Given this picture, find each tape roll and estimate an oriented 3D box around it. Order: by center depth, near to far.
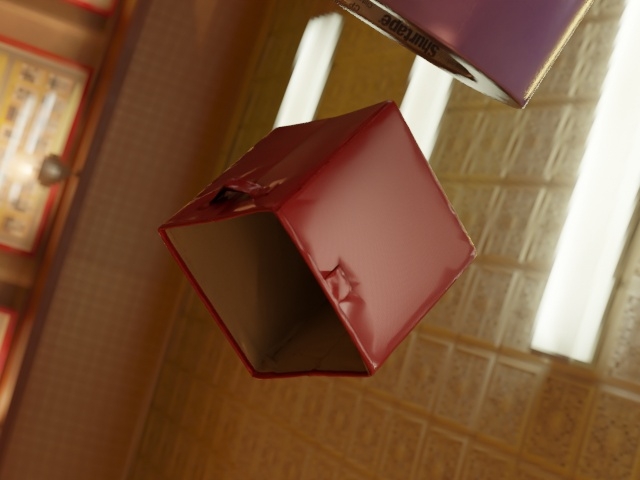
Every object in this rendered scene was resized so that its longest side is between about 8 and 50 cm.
[{"bbox_3d":[0.050,-0.153,0.667,0.080,0.189,0.189,-56,-156,5],"label":"tape roll"}]

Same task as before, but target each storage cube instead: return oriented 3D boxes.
[{"bbox_3d":[0.000,0.000,1.214,0.183,0.215,0.193,-8,-152,48],"label":"storage cube"}]
